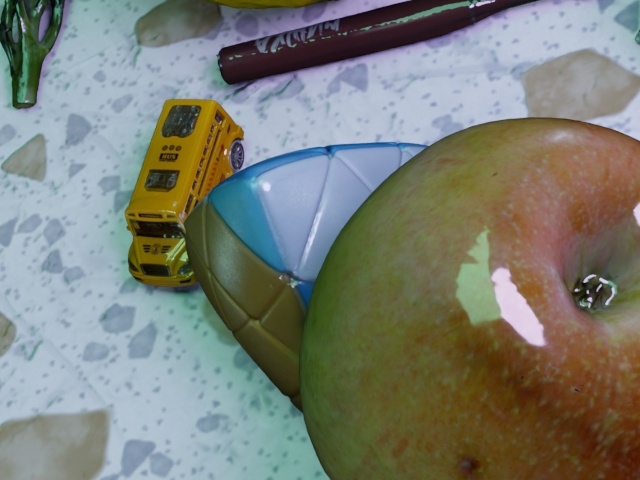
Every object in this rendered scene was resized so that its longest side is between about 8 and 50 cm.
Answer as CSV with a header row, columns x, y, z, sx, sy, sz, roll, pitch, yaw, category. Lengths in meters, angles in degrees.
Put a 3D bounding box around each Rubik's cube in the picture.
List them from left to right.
x,y,z,sx,sy,sz,roll,pitch,yaw,category
0.000,0.000,1.472,0.254,0.254,0.254,-11,57,17,Rubik's cube

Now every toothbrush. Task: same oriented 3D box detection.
x,y,z,sx,sy,sz,roll,pitch,yaw,category
0.079,-0.194,1.608,0.364,0.041,0.040,-12,56,16,toothbrush

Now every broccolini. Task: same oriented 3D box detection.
x,y,z,sx,sy,sz,roll,pitch,yaw,category
-0.283,-0.227,1.768,0.091,0.068,0.202,-4,58,-1,broccolini

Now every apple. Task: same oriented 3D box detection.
x,y,z,sx,sy,sz,roll,pitch,yaw,category
0.143,0.073,1.240,0.319,0.277,0.319,2,66,-5,apple

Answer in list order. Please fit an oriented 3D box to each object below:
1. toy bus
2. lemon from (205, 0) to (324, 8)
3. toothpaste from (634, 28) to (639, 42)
x,y,z,sx,sy,sz,roll,pitch,yaw,category
-0.123,-0.042,1.577,0.070,0.074,0.162,3,61,24,toy bus
-0.071,-0.377,1.602,0.387,0.350,0.349,7,63,19,lemon
0.313,-0.221,1.535,0.037,0.021,0.140,21,73,34,toothpaste
